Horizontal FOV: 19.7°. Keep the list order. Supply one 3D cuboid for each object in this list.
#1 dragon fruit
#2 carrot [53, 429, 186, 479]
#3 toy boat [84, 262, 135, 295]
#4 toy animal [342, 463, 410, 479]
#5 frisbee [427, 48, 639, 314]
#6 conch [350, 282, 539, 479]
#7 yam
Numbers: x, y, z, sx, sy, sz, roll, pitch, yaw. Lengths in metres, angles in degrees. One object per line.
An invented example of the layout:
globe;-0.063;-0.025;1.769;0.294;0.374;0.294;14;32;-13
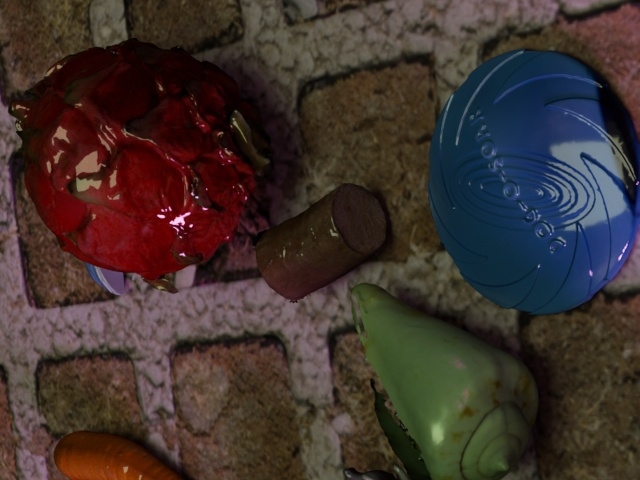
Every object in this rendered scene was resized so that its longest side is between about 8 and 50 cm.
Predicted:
dragon fruit;-0.189;-0.085;1.882;0.299;0.244;0.244;27;112;40
carrot;-0.206;0.260;2.055;0.271;0.062;0.066;11;69;40
toy boat;-0.221;-0.009;2.056;0.149;0.034;0.105;-49;63;36
toy animal;0.121;0.297;1.716;0.137;0.082;0.269;-45;64;36
frisbee;0.181;-0.051;1.652;0.242;0.045;0.242;7;100;43
conch;0.102;0.148;1.698;0.137;0.143;0.251;-49;33;-13
yam;0.000;0.003;1.808;0.127;0.084;0.084;-29;74;44
